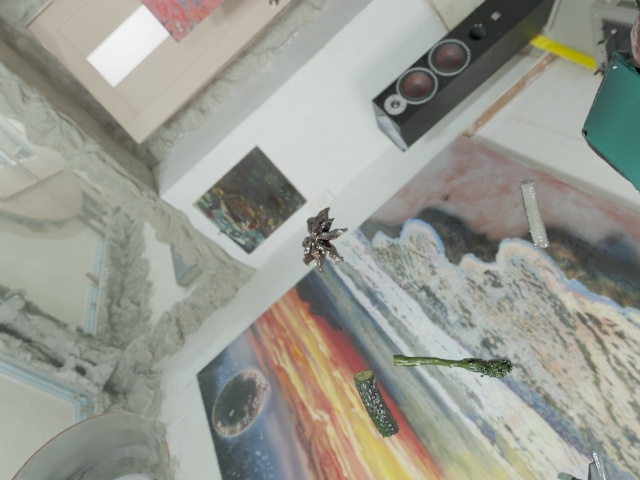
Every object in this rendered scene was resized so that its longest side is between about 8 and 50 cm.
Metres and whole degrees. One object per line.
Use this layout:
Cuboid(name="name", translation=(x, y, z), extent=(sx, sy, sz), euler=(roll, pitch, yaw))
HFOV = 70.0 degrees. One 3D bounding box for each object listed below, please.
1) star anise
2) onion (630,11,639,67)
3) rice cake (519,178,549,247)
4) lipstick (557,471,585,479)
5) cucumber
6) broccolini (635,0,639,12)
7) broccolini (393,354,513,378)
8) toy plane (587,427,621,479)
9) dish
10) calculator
Cuboid(name="star anise", translation=(-0.001, 0.001, 0.928), extent=(0.042, 0.141, 0.141), euler=(8, -152, -36))
Cuboid(name="onion", translation=(0.731, -0.377, 0.753), extent=(0.347, 0.348, 0.285), euler=(42, -151, -68))
Cuboid(name="rice cake", translation=(0.615, -0.078, 1.315), extent=(0.036, 0.047, 0.206), euler=(-1, -102, -67))
Cuboid(name="lipstick", translation=(0.630, 0.587, 1.098), extent=(0.037, 0.037, 0.116), euler=(48, 152, -6))
Cuboid(name="cucumber", translation=(0.131, 0.385, 1.075), extent=(0.187, 0.058, 0.058), euler=(64, 176, -22))
Cuboid(name="broccolini", translation=(0.397, -0.280, 0.574), extent=(0.123, 0.062, 0.271), euler=(77, 168, -50))
Cuboid(name="broccolini", translation=(0.289, 0.283, 1.012), extent=(0.057, 0.255, 0.071), euler=(-80, -19, -46))
Cuboid(name="toy plane", translation=(0.758, 0.650, 1.231), extent=(0.088, 0.212, 0.267), euler=(68, -166, -64))
Cuboid(name="dish", translation=(-0.306, 0.387, 0.645), extent=(0.085, 0.260, 0.260), euler=(8, 154, 38))
Cuboid(name="calculator", translation=(0.727, -0.261, 1.039), extent=(0.248, 0.058, 0.274), euler=(78, 173, -51))
